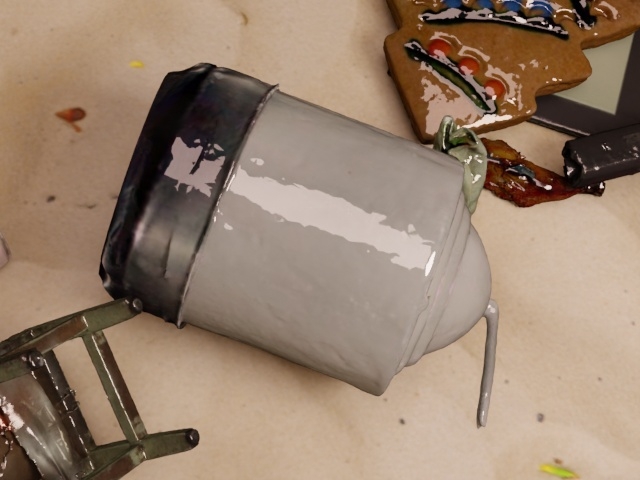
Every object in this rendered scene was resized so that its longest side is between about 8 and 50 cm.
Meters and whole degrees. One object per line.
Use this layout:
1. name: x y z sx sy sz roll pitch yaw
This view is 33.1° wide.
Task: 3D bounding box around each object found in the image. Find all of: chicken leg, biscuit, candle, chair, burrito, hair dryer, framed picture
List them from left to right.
1. chair: -0.254 0.155 0.855 0.270 0.147 0.136 -20 96 30
2. candle: 0.000 0.000 0.898 0.342 0.221 0.221 20 69 -1
3. burrito: 0.125 -0.063 0.985 0.044 0.118 0.074 -18 64 -16
4. biscuit: 0.173 -0.218 1.069 0.278 0.043 0.301 23 69 4
5. chicken leg: 0.202 -0.062 1.038 0.145 0.037 0.062 23 54 4
6. framed picture: 0.240 -0.276 1.128 0.265 0.016 0.347 18 68 1
7. hair dryer: 0.348 -0.088 1.030 0.251 0.089 0.197 -11 73 -10

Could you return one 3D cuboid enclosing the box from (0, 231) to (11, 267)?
1. box: -0.430 0.014 0.913 0.203 0.106 0.251 43 70 12
